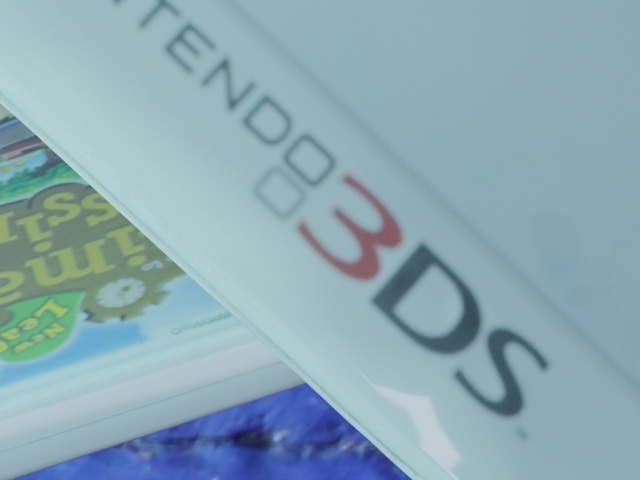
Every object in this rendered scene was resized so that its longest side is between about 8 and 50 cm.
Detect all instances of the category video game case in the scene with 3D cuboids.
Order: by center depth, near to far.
[{"bbox_3d":[0.081,-0.114,0.373,0.300,0.036,0.329,43,82,-9],"label":"video game case"},{"bbox_3d":[-0.079,-0.008,0.447,0.212,0.193,0.023,-17,124,-11],"label":"video game case"}]
